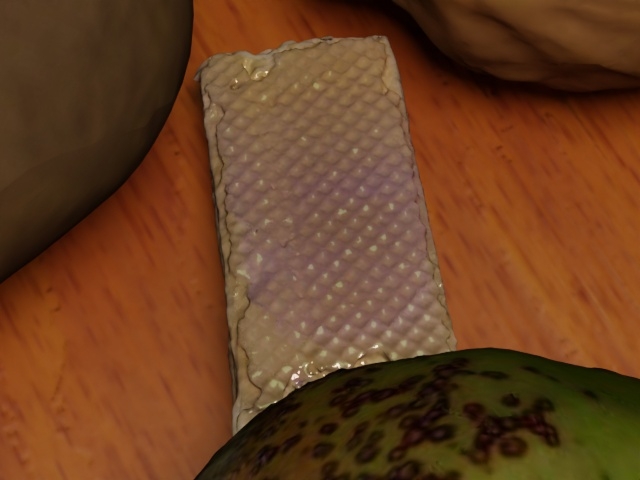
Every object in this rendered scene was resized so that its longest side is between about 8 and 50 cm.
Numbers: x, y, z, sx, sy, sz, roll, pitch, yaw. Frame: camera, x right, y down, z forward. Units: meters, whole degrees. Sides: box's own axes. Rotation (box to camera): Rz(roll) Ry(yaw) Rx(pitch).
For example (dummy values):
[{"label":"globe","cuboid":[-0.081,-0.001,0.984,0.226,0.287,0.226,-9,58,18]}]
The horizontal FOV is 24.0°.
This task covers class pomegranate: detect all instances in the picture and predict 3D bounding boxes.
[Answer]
[{"label":"pomegranate","cuboid":[0.069,0.215,0.553,0.285,0.285,0.340,-4,67,-3]}]

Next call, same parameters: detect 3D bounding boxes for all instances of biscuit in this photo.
[{"label":"biscuit","cuboid":[0.000,0.000,0.738,0.108,0.062,0.239,-7,53,-2]}]

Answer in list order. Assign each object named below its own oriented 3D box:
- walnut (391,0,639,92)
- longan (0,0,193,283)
[{"label":"walnut","cuboid":[0.143,-0.259,0.749,0.384,0.383,0.383,0,65,-1]},{"label":"longan","cuboid":[-0.232,-0.104,0.675,0.361,0.361,0.361,0,65,-1]}]
